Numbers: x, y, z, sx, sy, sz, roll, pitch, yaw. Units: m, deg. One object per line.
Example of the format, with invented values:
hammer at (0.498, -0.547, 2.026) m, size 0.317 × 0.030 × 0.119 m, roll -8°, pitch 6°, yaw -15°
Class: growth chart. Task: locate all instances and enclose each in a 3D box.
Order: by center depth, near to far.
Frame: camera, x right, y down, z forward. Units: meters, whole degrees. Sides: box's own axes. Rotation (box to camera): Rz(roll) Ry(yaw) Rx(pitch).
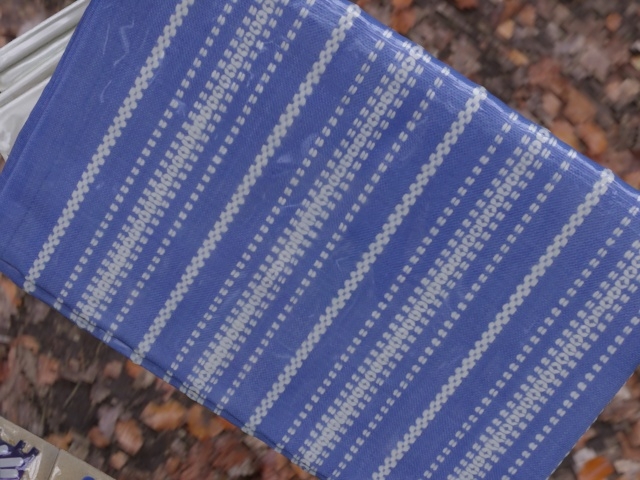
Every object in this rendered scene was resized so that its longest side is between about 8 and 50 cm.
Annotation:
growth chart at (-0.162, -0.071, 1.180) m, size 0.172 × 0.021 × 0.237 m, roll -25°, pitch 116°, yaw -6°

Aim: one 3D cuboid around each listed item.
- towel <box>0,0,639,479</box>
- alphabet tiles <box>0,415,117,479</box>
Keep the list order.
towel at (0.000, 0.000, 0.799) m, size 0.336 × 0.243 × 0.040 m, roll 33°, pitch 28°, yaw 1°
alphabet tiles at (-0.191, 0.287, 0.910) m, size 0.285 × 0.011 × 0.343 m, roll 35°, pitch 54°, yaw -26°
